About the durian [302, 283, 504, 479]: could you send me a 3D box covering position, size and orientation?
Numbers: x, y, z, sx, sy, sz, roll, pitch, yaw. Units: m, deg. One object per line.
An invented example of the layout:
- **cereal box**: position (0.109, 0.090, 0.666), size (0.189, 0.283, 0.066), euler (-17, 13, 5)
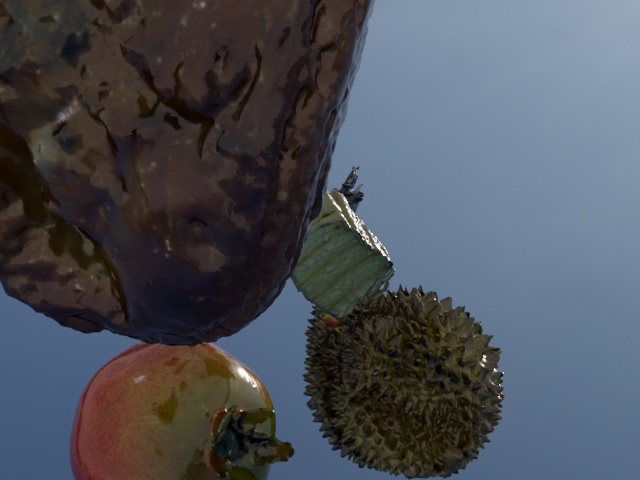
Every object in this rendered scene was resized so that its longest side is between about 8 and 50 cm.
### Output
- **durian**: position (0.105, 0.181, 1.365), size (0.292, 0.258, 0.258), euler (18, -133, 12)

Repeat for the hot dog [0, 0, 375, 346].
- **hot dog**: position (-0.105, -0.111, 0.604), size (0.266, 0.388, 0.174), euler (21, -160, 10)

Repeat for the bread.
- **bread**: position (0.001, 0.002, 1.095), size (0.103, 0.156, 0.110), euler (-36, -132, 0)

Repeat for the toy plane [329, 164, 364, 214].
- **toy plane**: position (0.025, -0.048, 1.502), size (0.062, 0.135, 0.188), euler (19, -172, 8)

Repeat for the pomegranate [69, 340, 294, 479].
- **pomegranate**: position (-0.140, 0.208, 1.075), size (0.256, 0.221, 0.221), euler (0, -139, 41)
